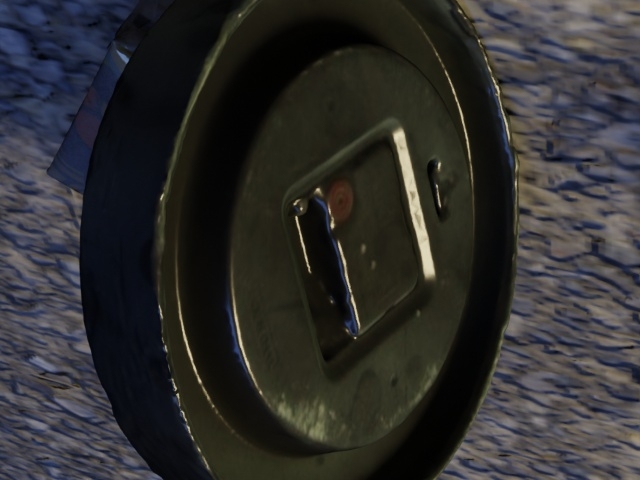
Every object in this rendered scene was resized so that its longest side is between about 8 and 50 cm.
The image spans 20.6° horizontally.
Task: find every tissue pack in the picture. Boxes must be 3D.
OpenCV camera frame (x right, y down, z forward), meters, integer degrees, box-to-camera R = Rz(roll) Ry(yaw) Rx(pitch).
[{"bbox_3d":[-0.081,-0.062,0.984,0.109,0.060,0.148,32,145,-7],"label":"tissue pack"}]

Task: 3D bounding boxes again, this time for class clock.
[{"bbox_3d":[0.000,0.000,0.829,0.055,0.280,0.280,5,142,38],"label":"clock"}]
